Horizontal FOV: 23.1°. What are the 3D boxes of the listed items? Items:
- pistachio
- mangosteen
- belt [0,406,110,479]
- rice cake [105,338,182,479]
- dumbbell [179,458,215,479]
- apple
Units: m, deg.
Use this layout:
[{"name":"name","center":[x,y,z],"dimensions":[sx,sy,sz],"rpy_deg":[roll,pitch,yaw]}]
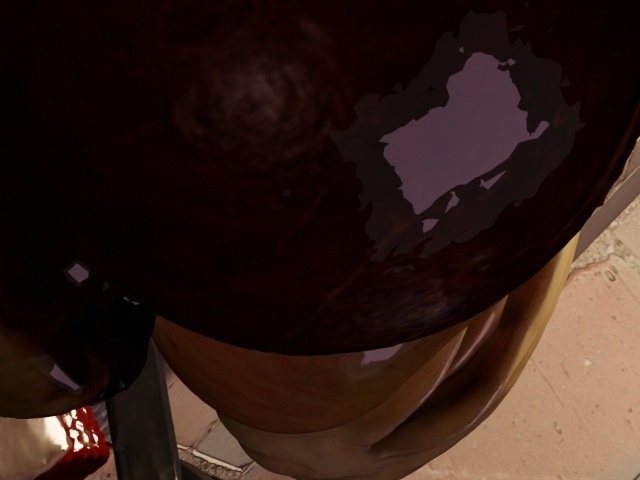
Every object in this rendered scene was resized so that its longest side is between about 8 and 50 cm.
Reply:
[{"name":"pistachio","center":[0.058,0.031,1.055],"dimensions":[0.193,0.214,0.318],"rpy_deg":[33,95,-39]},{"name":"mangosteen","center":[-0.034,-0.052,0.423],"dimensions":[0.257,0.215,0.215],"rpy_deg":[-37,167,-6]},{"name":"belt","center":[-0.165,0.047,0.498],"dimensions":[0.128,0.124,0.201],"rpy_deg":[-30,170,24]},{"name":"rice cake","center":[-0.099,0.174,0.923],"dimensions":[0.043,0.237,0.127],"rpy_deg":[-6,158,-7]},{"name":"dumbbell","center":[-0.150,0.292,1.227],"dimensions":[0.218,0.152,0.152],"rpy_deg":[-41,166,-23]},{"name":"apple","center":[0.000,0.000,0.795],"dimensions":[0.209,0.164,0.209],"rpy_deg":[-39,177,-2]}]
